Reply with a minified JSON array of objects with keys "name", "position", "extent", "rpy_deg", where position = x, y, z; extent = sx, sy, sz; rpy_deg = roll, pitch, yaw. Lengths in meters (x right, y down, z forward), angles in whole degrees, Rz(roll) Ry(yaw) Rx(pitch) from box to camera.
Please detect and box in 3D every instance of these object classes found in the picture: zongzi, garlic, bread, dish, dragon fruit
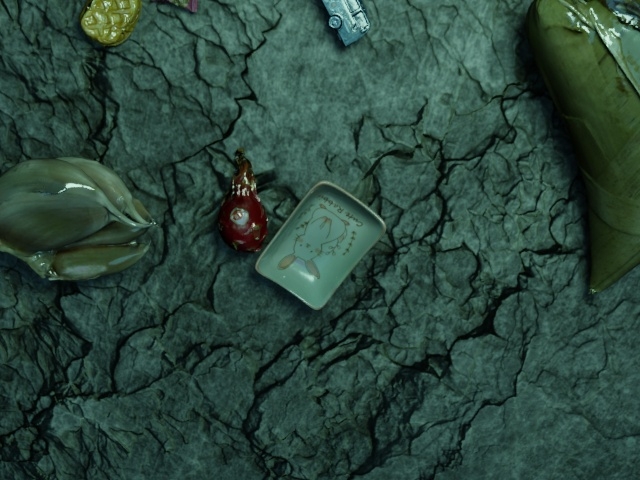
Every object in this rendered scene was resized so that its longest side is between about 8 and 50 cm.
[{"name":"zongzi","position":[0.405,-0.173,1.027],"extent":[0.500,0.218,0.467],"rpy_deg":[29,116,-6]},{"name":"garlic","position":[-0.421,-0.033,1.100],"extent":[0.292,0.210,0.237],"rpy_deg":[-25,102,19]},{"name":"bread","position":[-0.340,-0.369,1.055],"extent":[0.083,0.044,0.111],"rpy_deg":[35,105,-12]},{"name":"dish","position":[0.000,0.000,1.166],"extent":[0.151,0.077,0.212],"rpy_deg":[34,107,-12]},{"name":"dragon fruit","position":[-0.141,-0.064,1.143],"extent":[0.094,0.094,0.190],"rpy_deg":[-3,105,3]}]

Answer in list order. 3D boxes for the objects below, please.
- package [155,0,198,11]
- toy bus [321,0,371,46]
[{"name":"package","position":[-0.236,-0.407,1.047],"extent":[0.083,0.029,0.059],"rpy_deg":[16,118,7]},{"name":"toy bus","position":[0.023,-0.395,1.035],"extent":[0.065,0.047,0.166],"rpy_deg":[-28,107,7]}]
